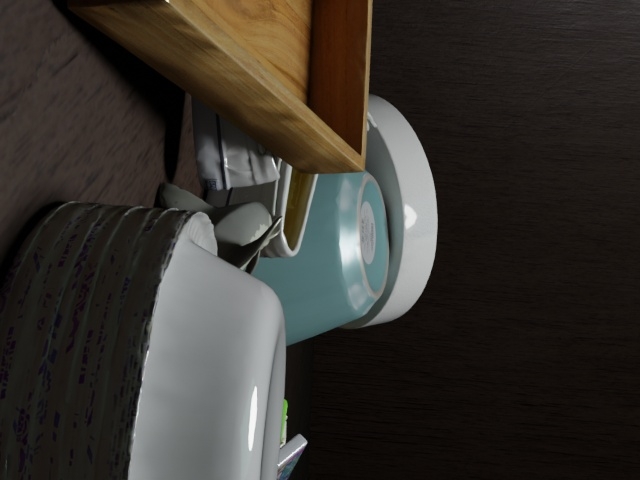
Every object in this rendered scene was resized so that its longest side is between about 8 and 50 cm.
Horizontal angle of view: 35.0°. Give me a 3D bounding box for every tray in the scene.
[{"bbox_3d":[-0.051,-0.199,0.797,0.411,0.076,0.203,31,60,-69],"label":"tray"}]

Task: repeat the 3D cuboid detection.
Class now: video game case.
[{"bbox_3d":[-0.089,0.299,1.137,0.157,0.019,0.143,-31,155,-42],"label":"video game case"}]

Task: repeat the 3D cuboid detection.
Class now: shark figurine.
[{"bbox_3d":[-0.101,-0.013,0.949,0.166,0.116,0.278,-51,-178,23],"label":"shark figurine"}]

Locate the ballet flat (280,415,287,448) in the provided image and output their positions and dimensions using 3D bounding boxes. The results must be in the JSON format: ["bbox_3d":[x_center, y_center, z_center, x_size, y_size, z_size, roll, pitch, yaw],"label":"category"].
[{"bbox_3d":[-0.095,0.249,1.330,0.280,0.096,0.095,83,11,-74],"label":"ballet flat"}]

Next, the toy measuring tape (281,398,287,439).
[{"bbox_3d":[-0.132,0.222,0.947,0.121,0.121,0.330,-82,-163,-49],"label":"toy measuring tape"}]

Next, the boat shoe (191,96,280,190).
[{"bbox_3d":[-0.078,-0.182,0.962,0.096,0.088,0.268,86,1,-80],"label":"boat shoe"}]

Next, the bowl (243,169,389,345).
[{"bbox_3d":[0.000,0.000,1.450,0.311,0.163,0.312,-3,90,-73],"label":"bowl"}]

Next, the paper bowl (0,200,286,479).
[{"bbox_3d":[-0.103,0.121,0.643,0.284,0.148,0.284,4,90,-88],"label":"paper bowl"}]

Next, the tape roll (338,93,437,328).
[{"bbox_3d":[0.044,-0.047,1.663,0.392,0.072,0.392,19,-67,54],"label":"tape roll"}]

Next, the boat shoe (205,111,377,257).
[{"bbox_3d":[-0.005,-0.147,1.182,0.136,0.156,0.367,49,57,-57],"label":"boat shoe"}]
